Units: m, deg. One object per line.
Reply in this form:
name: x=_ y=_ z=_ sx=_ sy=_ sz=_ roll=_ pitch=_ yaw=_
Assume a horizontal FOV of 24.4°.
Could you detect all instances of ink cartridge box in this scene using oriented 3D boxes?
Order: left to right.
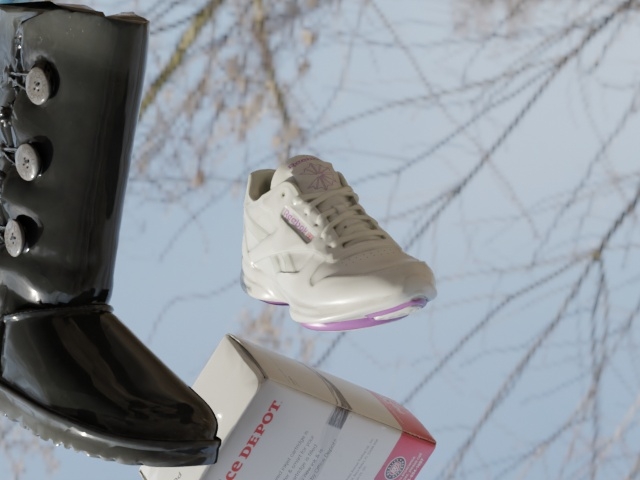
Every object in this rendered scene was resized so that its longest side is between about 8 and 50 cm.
ink cartridge box: x=-0.036 y=0.254 z=1.733 sx=0.283 sy=0.207 sz=0.117 roll=26 pitch=-169 yaw=-37

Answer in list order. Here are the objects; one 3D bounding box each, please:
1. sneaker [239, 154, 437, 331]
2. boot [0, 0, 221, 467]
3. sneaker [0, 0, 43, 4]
sneaker: x=0.000 y=0.000 z=1.410 sx=0.114 sy=0.152 sz=0.305 roll=-10 pitch=-167 yaw=-30
boot: x=-0.225 y=-0.018 z=1.550 sx=0.367 sy=0.445 sz=0.146 roll=14 pitch=-174 yaw=34
sneaker: x=-0.374 y=-0.375 z=1.692 sx=0.127 sy=0.319 sz=0.208 roll=31 pitch=-174 yaw=17
